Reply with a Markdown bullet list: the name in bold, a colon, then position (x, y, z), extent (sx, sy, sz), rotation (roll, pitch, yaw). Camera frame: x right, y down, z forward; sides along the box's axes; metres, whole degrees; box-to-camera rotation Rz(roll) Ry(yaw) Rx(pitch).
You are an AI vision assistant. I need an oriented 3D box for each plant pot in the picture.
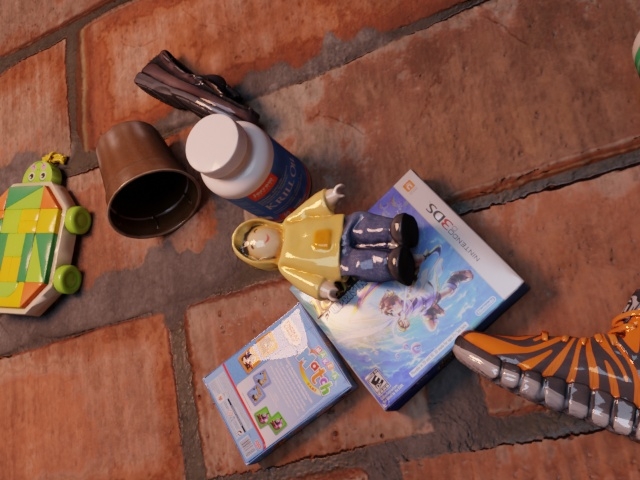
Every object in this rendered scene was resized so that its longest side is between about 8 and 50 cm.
- **plant pot**: position (-0.324, -0.118, 1.187), extent (0.167, 0.167, 0.165), rotation (-40, 57, 11)

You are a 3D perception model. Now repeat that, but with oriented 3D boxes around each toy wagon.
- **toy wagon**: position (-0.589, -0.022, 1.329), extent (0.267, 0.068, 0.344), rotation (0, 77, 25)

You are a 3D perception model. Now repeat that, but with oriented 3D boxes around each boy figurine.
- **boy figurine**: position (0.000, 0.000, 0.974), extent (0.285, 0.092, 0.177), rotation (4, 79, 26)

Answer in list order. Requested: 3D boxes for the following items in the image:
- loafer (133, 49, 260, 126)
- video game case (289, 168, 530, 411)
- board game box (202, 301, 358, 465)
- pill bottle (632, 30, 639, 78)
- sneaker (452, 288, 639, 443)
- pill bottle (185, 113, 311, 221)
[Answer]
- **loafer**: position (-0.223, -0.281, 1.210), extent (0.302, 0.109, 0.095), rotation (26, 84, 31)
- **video game case**: position (0.123, 0.071, 0.978), extent (0.269, 0.061, 0.244), rotation (-45, 62, 8)
- **board game box**: position (-0.067, 0.225, 1.038), extent (0.211, 0.039, 0.160), rotation (-39, 64, 12)
- **pill bottle**: position (0.524, -0.117, 0.760), extent (0.204, 0.204, 0.361), rotation (-19, 70, 20)
- **sneaker**: position (0.343, 0.137, 0.838), extent (0.321, 0.124, 0.180), rotation (19, 81, 17)
- **pill bottle**: position (-0.113, -0.114, 1.045), extent (0.124, 0.221, 0.124), rotation (-6, 74, 24)
